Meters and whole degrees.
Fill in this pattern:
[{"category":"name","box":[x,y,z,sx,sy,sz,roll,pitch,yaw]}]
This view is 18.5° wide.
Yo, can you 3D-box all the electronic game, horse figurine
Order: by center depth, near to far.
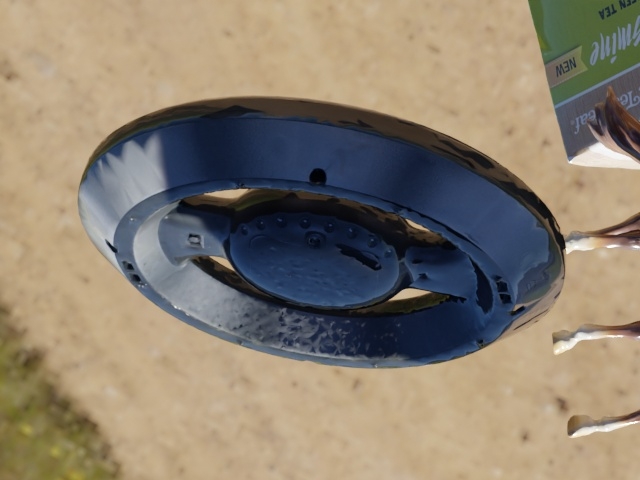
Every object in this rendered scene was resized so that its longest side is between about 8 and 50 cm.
[{"category":"electronic game","box":[0.000,0.000,0.913,0.229,0.048,0.229,9,152,5]},{"category":"horse figurine","box":[0.207,0.025,1.041,0.174,0.066,0.263,-9,139,7]}]

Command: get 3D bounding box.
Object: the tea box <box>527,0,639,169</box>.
[{"category":"tea box","box":[0.324,-0.230,1.435,0.329,0.323,0.220,3,159,-42]}]
